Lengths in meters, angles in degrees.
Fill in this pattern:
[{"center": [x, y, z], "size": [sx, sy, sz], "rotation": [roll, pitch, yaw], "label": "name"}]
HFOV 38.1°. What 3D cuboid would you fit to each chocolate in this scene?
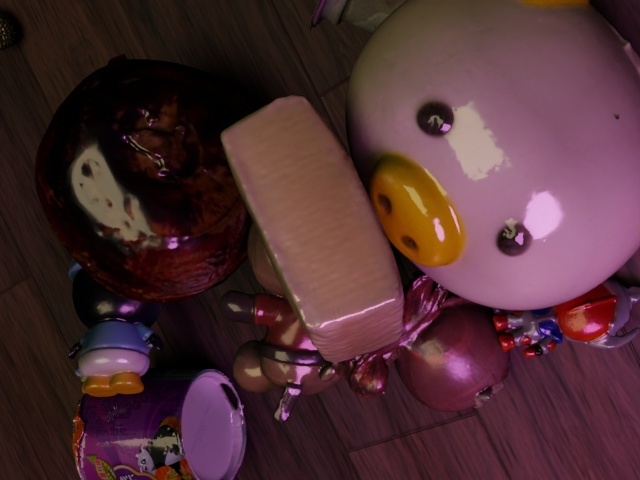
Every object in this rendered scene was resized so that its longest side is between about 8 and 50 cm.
[{"center": [0.091, -0.324, 1.125], "size": [0.147, 0.221, 0.221], "rotation": [24, 122, -8], "label": "chocolate"}]

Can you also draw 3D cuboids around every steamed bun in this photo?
[{"center": [0.201, -0.108, 1.020], "size": [0.334, 0.334, 0.374], "rotation": [-32, 96, 36], "label": "steamed bun"}]

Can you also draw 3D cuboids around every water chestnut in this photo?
[{"center": [-0.232, -0.086, 1.311], "size": [0.350, 0.350, 0.302], "rotation": [65, 154, -2], "label": "water chestnut"}]

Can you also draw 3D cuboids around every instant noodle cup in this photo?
[{"center": [-0.248, 0.312, 1.507], "size": [0.190, 0.251, 0.251], "rotation": [-10, 100, 26], "label": "instant noodle cup"}]

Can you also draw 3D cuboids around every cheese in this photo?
[{"center": [0.000, 0.000, 1.020], "size": [0.124, 0.265, 0.242], "rotation": [-21, 75, 0], "label": "cheese"}]

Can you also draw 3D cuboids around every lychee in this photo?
[{"center": [-0.555, -0.358, 1.575], "size": [0.083, 0.068, 0.067], "rotation": [17, 146, 9], "label": "lychee"}]

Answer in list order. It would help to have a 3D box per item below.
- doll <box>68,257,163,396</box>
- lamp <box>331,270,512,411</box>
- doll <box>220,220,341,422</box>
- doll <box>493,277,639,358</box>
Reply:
[{"center": [-0.321, 0.093, 1.489], "size": [0.177, 0.141, 0.314], "rotation": [-7, 63, 13], "label": "doll"}, {"center": [0.144, 0.144, 1.210], "size": [0.223, 0.151, 0.215], "rotation": [42, 83, -8], "label": "lamp"}, {"center": [-0.014, 0.070, 1.256], "size": [0.174, 0.235, 0.330], "rotation": [25, 110, 60], "label": "doll"}, {"center": [0.312, 0.090, 1.138], "size": [0.195, 0.104, 0.062], "rotation": [-17, 139, 8], "label": "doll"}]
